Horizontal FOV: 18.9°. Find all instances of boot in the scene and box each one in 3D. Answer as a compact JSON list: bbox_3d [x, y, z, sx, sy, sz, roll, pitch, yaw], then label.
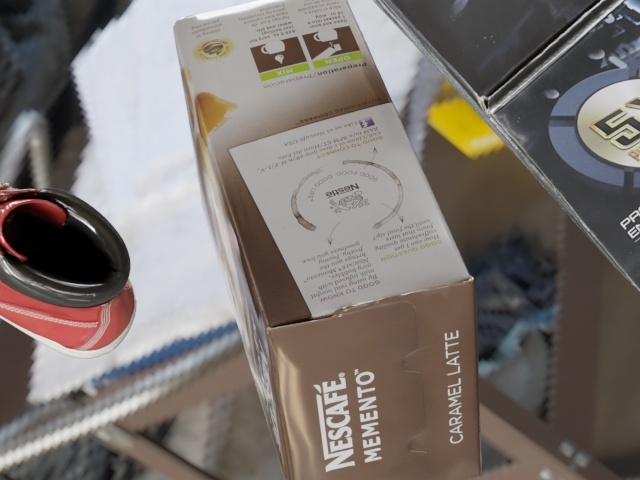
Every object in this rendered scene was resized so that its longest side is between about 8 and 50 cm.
[{"bbox_3d":[-0.222,-0.018,1.134,0.176,0.244,0.088,105,-171,-75],"label":"boot"}]

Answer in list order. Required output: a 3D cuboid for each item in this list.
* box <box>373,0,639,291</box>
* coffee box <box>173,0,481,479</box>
[{"bbox_3d":[0.084,-0.098,0.524,0.147,0.077,0.180,-40,35,6],"label":"box"},{"bbox_3d":[0.000,0.000,0.982,0.098,0.141,0.246,-13,42,-6],"label":"coffee box"}]
